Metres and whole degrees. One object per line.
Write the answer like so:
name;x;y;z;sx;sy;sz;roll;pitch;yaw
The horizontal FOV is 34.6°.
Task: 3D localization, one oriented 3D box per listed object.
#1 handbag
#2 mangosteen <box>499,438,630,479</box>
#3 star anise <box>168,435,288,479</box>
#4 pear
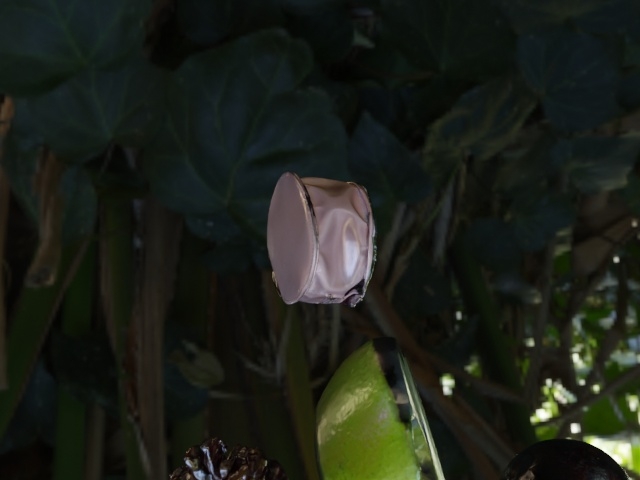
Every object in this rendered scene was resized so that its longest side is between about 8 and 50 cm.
handbag;0.002;0.000;1.444;0.116;0.205;0.179;4;130;-22
mangosteen;0.460;0.514;1.885;0.300;0.300;0.300;-2;162;-1
star anise;-0.165;0.416;1.819;0.220;0.126;0.190;-6;148;19
pear;0.092;0.350;1.602;0.165;0.399;0.399;-17;160;6
